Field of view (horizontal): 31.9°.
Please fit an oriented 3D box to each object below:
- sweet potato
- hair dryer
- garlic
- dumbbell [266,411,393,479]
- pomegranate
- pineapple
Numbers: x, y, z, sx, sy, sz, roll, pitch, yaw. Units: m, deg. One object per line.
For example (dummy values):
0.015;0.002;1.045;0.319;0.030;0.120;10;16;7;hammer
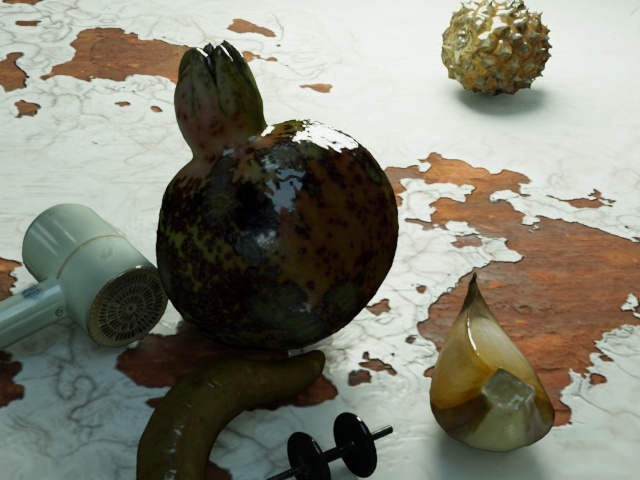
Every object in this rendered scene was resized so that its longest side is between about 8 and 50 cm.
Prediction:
-0.111;0.186;1.122;0.108;0.079;0.346;43;41;2;sweet potato
-0.358;0.086;1.217;0.357;0.107;0.173;-28;44;-29;hair dryer
0.170;0.152;1.179;0.115;0.128;0.207;-36;28;13;garlic
0.012;0.211;1.102;0.147;0.069;0.069;-18;42;-30;dumbbell
-0.066;-0.056;1.223;0.285;0.341;0.285;-21;18;7;pomegranate
0.296;-0.311;1.802;0.193;0.166;0.166;5;31;-32;pineapple
